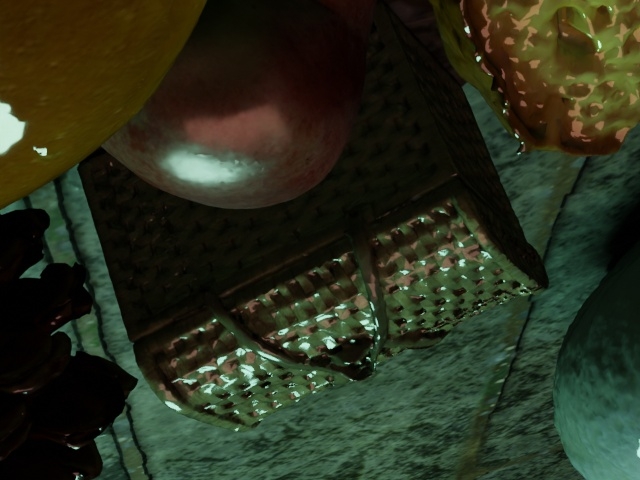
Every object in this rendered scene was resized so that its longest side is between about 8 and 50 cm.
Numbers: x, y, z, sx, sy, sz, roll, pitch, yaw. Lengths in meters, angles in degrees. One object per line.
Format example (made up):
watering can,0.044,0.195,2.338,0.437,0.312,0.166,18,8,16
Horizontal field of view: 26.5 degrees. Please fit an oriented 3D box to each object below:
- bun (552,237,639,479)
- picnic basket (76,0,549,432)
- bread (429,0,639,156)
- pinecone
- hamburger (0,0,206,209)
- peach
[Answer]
bun,0.345,0.076,1.063,0.362,0.211,0.362,-13,154,-7
picnic basket,0.000,0.000,0.730,0.196,0.154,0.134,-26,154,14
bread,0.075,-0.158,0.493,0.129,0.134,0.260,-29,140,-4
pinecone,-0.205,0.054,0.641,0.222,0.221,0.221,-16,154,-8
hamburger,-0.184,-0.101,0.385,0.314,0.170,0.290,-32,146,27
peach,-0.037,-0.085,0.561,0.152,0.152,0.152,-16,154,-8
